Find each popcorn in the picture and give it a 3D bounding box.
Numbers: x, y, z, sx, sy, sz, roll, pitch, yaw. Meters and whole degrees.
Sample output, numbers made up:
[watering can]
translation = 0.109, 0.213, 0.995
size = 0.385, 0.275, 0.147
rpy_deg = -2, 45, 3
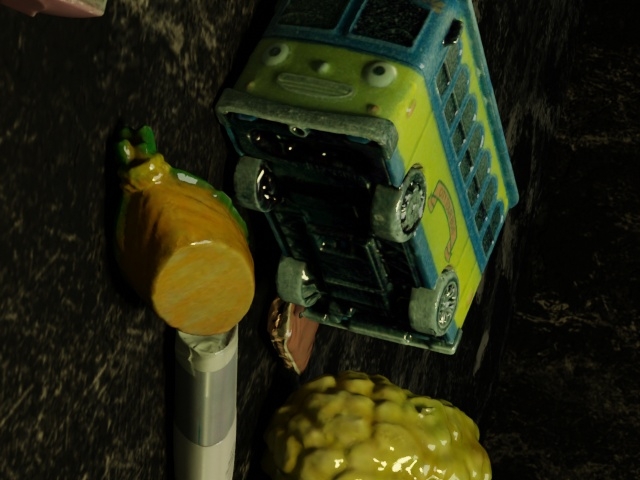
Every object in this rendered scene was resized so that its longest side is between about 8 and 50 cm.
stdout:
[popcorn]
translation = 0.034, 0.234, 1.663
size = 0.251, 0.206, 0.237
rpy_deg = -42, 158, -49

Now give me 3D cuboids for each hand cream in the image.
[hand cream]
translation = -0.088, 0.161, 1.392
size = 0.079, 0.048, 0.255
rpy_deg = -65, 162, -49

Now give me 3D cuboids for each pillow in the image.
[pillow]
translation = 0.000, 0.000, 1.632
size = 0.126, 0.043, 0.232
rpy_deg = 58, 47, -71

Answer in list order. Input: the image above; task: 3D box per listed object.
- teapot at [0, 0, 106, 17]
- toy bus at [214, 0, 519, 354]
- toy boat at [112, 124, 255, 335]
[teapot]
translation = -0.125, -0.181, 0.872
size = 0.116, 0.148, 0.146
rpy_deg = 21, 94, -40
[toy bus]
translation = 0.044, -0.062, 1.442
size = 0.190, 0.152, 0.312
rpy_deg = -65, 154, -26
[toy boat]
translation = -0.091, 0.004, 1.210
size = 0.229, 0.089, 0.088
rpy_deg = 71, -6, -65
